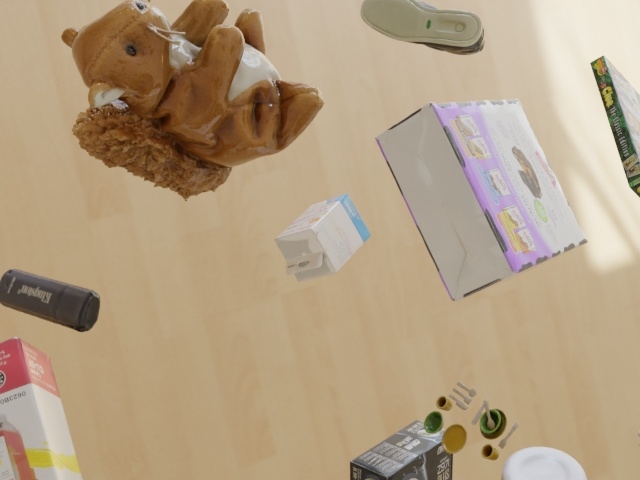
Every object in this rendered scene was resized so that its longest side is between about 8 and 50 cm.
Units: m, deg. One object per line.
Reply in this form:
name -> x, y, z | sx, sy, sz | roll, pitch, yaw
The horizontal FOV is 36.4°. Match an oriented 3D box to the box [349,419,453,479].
box -> 0.132, 0.394, 1.559 | 0.180, 0.077, 0.147 | -19, 115, -46

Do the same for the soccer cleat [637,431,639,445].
soccer cleat -> 0.346, 0.184, 0.989 | 0.035, 0.029, 0.083 | 26, 52, -5

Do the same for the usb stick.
usb stick -> -0.502, 0.107, 1.784 | 0.045, 0.278, 0.077 | 18, 84, -50

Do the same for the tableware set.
tableware set -> 0.222, 0.282, 1.479 | 0.024, 0.154, 0.104 | 33, 91, -37

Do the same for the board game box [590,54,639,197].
board game box -> 0.455, -0.140, 1.387 | 0.136, 0.030, 0.260 | 37, 36, -36

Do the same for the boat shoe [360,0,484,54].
boat shoe -> 0.181, -0.382, 1.735 | 0.079, 0.233, 0.084 | 19, 90, -69

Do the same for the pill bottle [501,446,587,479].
pill bottle -> 0.321, 0.421, 1.435 | 0.121, 0.121, 0.216 | -19, 126, -27

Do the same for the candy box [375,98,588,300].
candy box -> 0.158, -0.045, 0.917 | 0.196, 0.070, 0.165 | -13, 76, -56

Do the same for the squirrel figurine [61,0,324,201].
squirrel figurine -> -0.271, -0.238, 1.664 | 0.370, 0.397, 0.281 | 5, 47, -45

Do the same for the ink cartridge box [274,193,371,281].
ink cartridge box -> 0.000, 0.000, 1.655 | 0.143, 0.092, 0.090 | -45, 111, -46

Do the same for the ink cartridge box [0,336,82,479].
ink cartridge box -> -0.574, 0.403, 1.678 | 0.279, 0.160, 0.385 | -21, 69, -4
